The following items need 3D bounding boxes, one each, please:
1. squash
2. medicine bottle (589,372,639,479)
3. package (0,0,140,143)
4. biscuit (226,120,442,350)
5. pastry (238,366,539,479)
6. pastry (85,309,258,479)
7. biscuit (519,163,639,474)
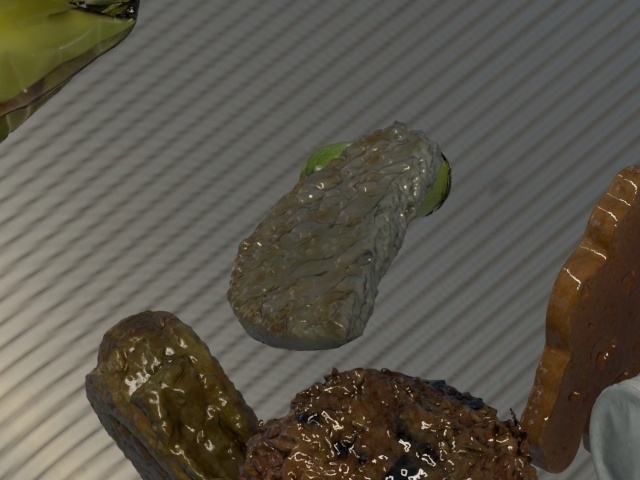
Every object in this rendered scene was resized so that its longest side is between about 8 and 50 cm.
[{"bbox_3d":[0.044,-0.054,1.514,0.095,0.188,0.095,6,101,32],"label":"squash"},{"bbox_3d":[0.365,0.129,1.186,0.324,0.179,0.124,-8,86,-25],"label":"medicine bottle"},{"bbox_3d":[-0.210,-0.068,0.735,0.168,0.090,0.226,29,70,28],"label":"package"},{"bbox_3d":[0.001,0.002,1.098,0.141,0.038,0.290,-17,25,26],"label":"biscuit"},{"bbox_3d":[0.060,0.234,1.330,0.275,0.275,0.193,-6,42,0],"label":"pastry"},{"bbox_3d":[-0.136,0.180,1.611,0.132,0.235,0.240,-40,87,-20],"label":"pastry"},{"bbox_3d":[0.263,0.071,1.436,0.044,0.186,0.295,26,108,39],"label":"biscuit"}]
